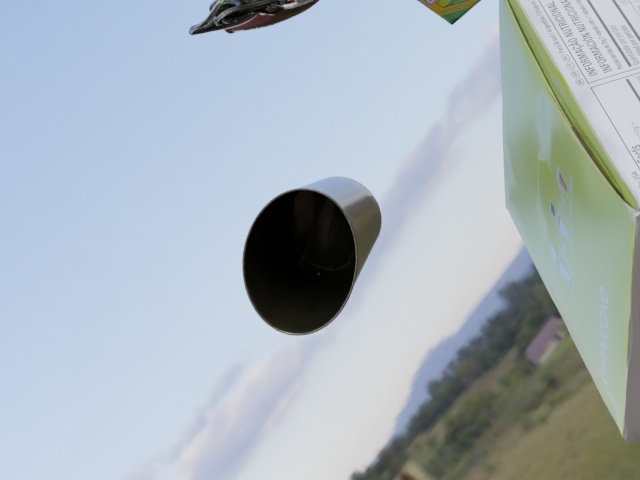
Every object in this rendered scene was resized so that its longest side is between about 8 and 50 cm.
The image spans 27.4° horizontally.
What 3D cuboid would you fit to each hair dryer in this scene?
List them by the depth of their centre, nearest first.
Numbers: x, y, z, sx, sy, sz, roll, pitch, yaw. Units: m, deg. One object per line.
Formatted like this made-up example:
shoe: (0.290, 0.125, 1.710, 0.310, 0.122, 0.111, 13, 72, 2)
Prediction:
hair dryer: (-0.091, -0.335, 1.792, 0.223, 0.080, 0.293, -20, 2, -10)

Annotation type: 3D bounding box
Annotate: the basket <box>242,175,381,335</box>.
basket: (0.000, 0.000, 1.814, 0.227, 0.154, 0.204, -47, -30, -69)

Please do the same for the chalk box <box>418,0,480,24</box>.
chalk box: (0.239, -0.478, 2.119, 0.213, 0.132, 0.132, -38, 27, 47)

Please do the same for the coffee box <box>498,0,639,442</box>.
coffee box: (0.378, -0.071, 1.242, 0.334, 0.338, 0.338, -16, -42, -4)
